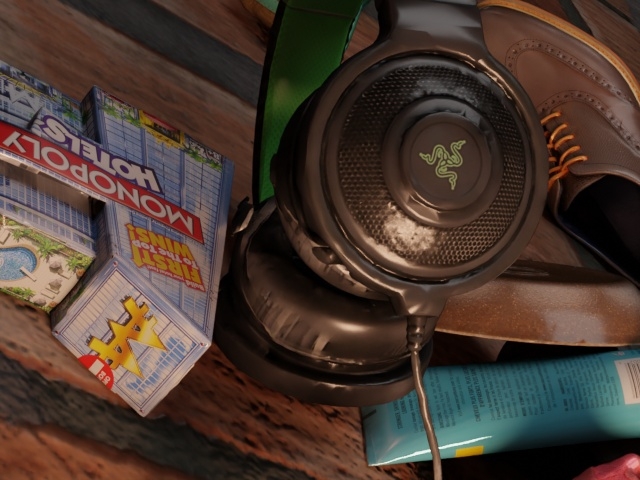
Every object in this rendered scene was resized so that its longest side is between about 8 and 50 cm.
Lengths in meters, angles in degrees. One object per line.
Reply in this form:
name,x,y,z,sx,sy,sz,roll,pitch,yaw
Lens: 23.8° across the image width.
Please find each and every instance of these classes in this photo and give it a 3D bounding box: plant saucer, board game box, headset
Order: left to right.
board game box,-0.124,-0.009,0.792,0.194,0.060,0.194,28,26,-30
headset,0.000,0.000,0.799,0.185,0.243,0.394,4,57,-19
plant saucer,0.126,0.035,0.986,0.198,0.036,0.198,4,4,0

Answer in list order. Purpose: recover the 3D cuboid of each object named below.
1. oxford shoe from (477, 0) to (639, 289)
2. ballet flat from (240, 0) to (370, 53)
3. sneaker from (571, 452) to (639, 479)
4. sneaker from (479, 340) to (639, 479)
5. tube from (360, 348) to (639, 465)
oxford shoe,0.248,-0.092,1.440,0.364,0.130,0.132,49,30,15
ballet flat,-0.003,-0.255,1.377,0.124,0.116,0.342,22,28,2
sneaker,0.233,0.218,0.857,0.314,0.136,0.116,30,26,-28
sneaker,0.218,0.156,0.948,0.286,0.109,0.130,22,27,23
tube,0.126,0.096,0.900,0.207,0.052,0.080,-4,29,-3
